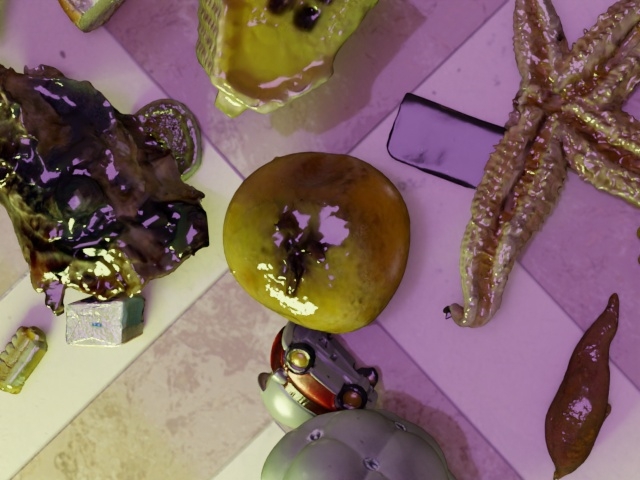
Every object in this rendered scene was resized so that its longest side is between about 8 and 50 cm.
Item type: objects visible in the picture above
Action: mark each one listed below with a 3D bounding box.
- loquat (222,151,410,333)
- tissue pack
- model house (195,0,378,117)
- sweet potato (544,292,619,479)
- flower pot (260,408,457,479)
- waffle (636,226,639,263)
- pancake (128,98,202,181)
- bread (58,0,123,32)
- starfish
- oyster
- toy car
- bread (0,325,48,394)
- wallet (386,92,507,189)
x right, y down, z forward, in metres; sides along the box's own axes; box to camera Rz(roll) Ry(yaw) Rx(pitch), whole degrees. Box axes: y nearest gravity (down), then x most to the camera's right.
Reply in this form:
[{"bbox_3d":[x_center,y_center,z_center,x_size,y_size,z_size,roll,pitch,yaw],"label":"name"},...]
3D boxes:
[{"bbox_3d":[-0.003,-0.004,1.883,0.213,0.213,0.213,0,90,9],"label":"loquat"},{"bbox_3d":[-0.249,0.092,1.976,0.074,0.094,0.059,-1,94,10],"label":"tissue pack"},{"bbox_3d":[-0.059,-0.257,1.880,0.175,0.193,0.234,36,96,-20],"label":"model house"},{"bbox_3d":[0.297,0.167,1.901,0.068,0.068,0.226,17,92,9],"label":"sweet potato"},{"bbox_3d":[0.040,0.302,1.857,0.246,0.246,0.195,-19,55,9],"label":"flower pot"},{"bbox_3d":[0.451,0.015,1.883,0.194,0.051,0.149,-10,86,9],"label":"waffle"},{"bbox_3d":[-0.186,-0.114,2.007,0.108,0.017,0.108,0,90,14],"label":"pancake"},{"bbox_3d":[-0.273,-0.295,1.990,0.076,0.083,0.070,-42,80,7],"label":"bread"},{"bbox_3d":[0.319,-0.101,1.880,0.324,0.082,0.432,7,80,11],"label":"starfish"},{"bbox_3d":[-0.276,-0.096,1.955,0.221,0.096,0.361,-24,69,-10],"label":"oyster"},{"bbox_3d":[-0.012,0.166,1.939,0.139,0.112,0.112,43,111,-2],"label":"toy car"},{"bbox_3d":[-0.358,0.141,2.025,0.049,0.033,0.088,33,91,22],"label":"bread"},{"bbox_3d":[0.155,-0.108,1.948,0.156,0.018,0.082,20,92,9],"label":"wallet"}]
